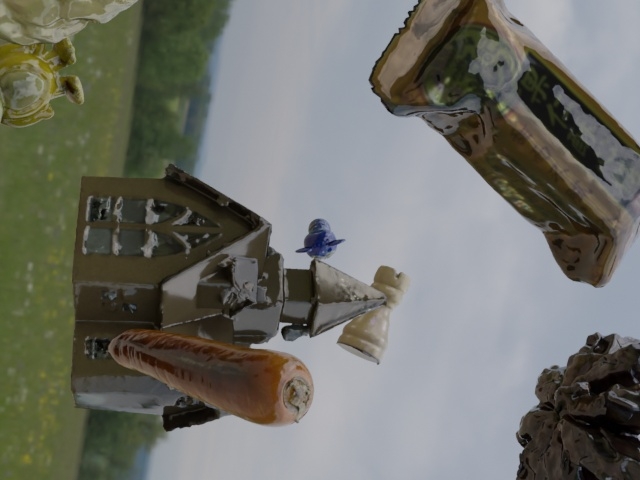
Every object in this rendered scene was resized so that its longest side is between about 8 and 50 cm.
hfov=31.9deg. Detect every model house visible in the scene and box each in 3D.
[{"bbox_3d":[-0.067,0.059,0.885,0.181,0.248,0.176,101,-12,-51],"label":"model house"}]

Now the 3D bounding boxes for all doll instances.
[{"bbox_3d":[-0.284,-0.121,0.868,0.145,0.188,0.096,58,-10,-30],"label":"doll"}]

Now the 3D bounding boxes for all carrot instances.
[{"bbox_3d":[-0.069,0.065,0.598,0.190,0.037,0.037,8,-92,51],"label":"carrot"}]

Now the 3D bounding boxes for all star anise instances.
[{"bbox_3d":[0.279,0.183,1.159,0.236,0.109,0.223,-44,-164,34],"label":"star anise"}]

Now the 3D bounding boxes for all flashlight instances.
[{"bbox_3d":[0.000,0.000,1.284,0.121,0.057,0.035,-95,171,-78],"label":"flashlight"}]

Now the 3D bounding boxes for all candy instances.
[{"bbox_3d":[0.157,-0.085,0.856,0.143,0.271,0.101,-53,-161,-19],"label":"candy"}]

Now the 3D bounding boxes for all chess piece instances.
[{"bbox_3d":[0.076,0.097,1.480,0.122,0.066,0.066,-63,-174,-12],"label":"chess piece"}]

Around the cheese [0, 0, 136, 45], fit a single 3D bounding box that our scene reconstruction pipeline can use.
[{"bbox_3d":[-0.209,-0.252,0.789,0.214,0.226,0.117,-34,177,17],"label":"cheese"}]
